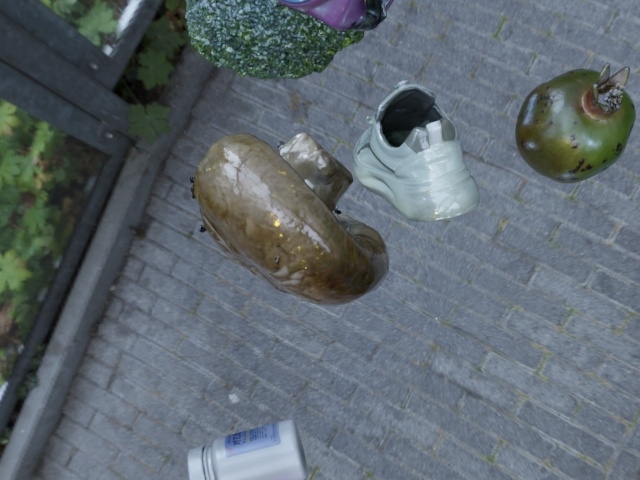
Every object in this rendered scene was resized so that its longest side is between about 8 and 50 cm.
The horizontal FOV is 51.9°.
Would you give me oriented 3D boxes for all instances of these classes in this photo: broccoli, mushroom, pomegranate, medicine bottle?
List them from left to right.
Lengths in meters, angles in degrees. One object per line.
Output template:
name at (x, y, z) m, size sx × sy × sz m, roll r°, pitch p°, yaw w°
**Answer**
medicine bottle at (-0.122, 0.374, 1.110) m, size 0.186 × 0.103 × 0.103 m, roll -14°, pitch 81°, yaw -1°
broccoli at (-0.078, -0.457, 1.175) m, size 0.375 × 0.249 × 0.302 m, roll -1°, pitch 71°, yaw 25°
mushroom at (0.000, 0.000, 0.672) m, size 0.151 × 0.285 × 0.156 m, roll 41°, pitch 95°, yaw 32°
pomegranate at (0.648, -0.288, 1.596) m, size 0.290 × 0.323 × 0.291 m, roll 7°, pitch 76°, yaw -29°

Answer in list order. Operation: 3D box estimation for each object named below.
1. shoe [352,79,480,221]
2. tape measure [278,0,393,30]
shoe at (0.113, -0.146, 0.906) m, size 0.124 × 0.316 × 0.159 m, roll -20°, pitch 119°, yaw -9°
tape measure at (0.031, -0.387, 0.811) m, size 0.245 × 0.149 × 0.232 m, roll 53°, pitch 136°, yaw 23°
